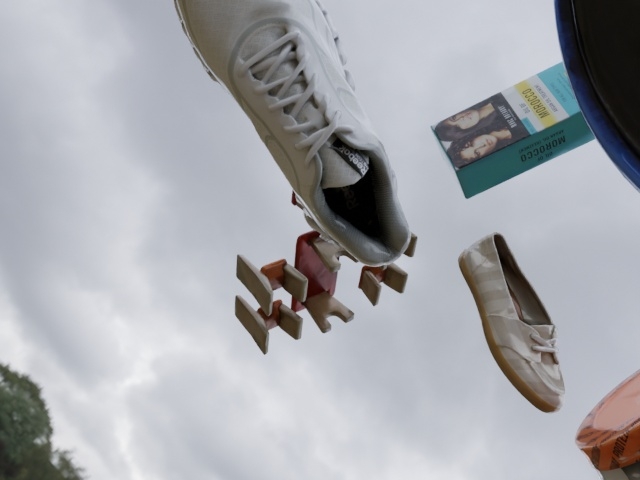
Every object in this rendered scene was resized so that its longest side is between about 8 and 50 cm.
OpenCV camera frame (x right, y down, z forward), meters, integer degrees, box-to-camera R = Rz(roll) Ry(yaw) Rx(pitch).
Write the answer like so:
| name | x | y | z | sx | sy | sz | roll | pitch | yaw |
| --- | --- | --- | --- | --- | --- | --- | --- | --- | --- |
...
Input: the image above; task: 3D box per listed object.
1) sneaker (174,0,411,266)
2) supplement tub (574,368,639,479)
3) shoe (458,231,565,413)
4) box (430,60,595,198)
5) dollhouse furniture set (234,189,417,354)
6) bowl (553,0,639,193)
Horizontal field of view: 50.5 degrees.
| name | x | y | z | sx | sy | sz | roll | pitch | yaw |
| --- | --- | --- | --- | --- | --- | --- | --- | --- | --- |
| sneaker | -0.010 | -0.102 | 0.522 | 0.292 | 0.110 | 0.118 | 56 | 5 | -24 |
| supplement tub | 0.400 | 0.265 | 0.617 | 0.316 | 0.193 | 0.193 | 49 | -33 | 10 |
| shoe | 0.224 | 0.088 | 0.772 | 0.058 | 0.076 | 0.219 | -46 | -128 | 37 |
| box | 0.275 | -0.154 | 0.873 | 0.060 | 0.244 | 0.101 | 55 | 12 | -46 |
| dollhouse furniture set | 0.000 | 0.000 | 0.978 | 0.135 | 0.262 | 0.259 | 43 | -40 | 37 |
| bowl | 0.252 | -0.149 | 0.229 | 0.391 | 0.077 | 0.391 | -18 | -112 | 53 |
